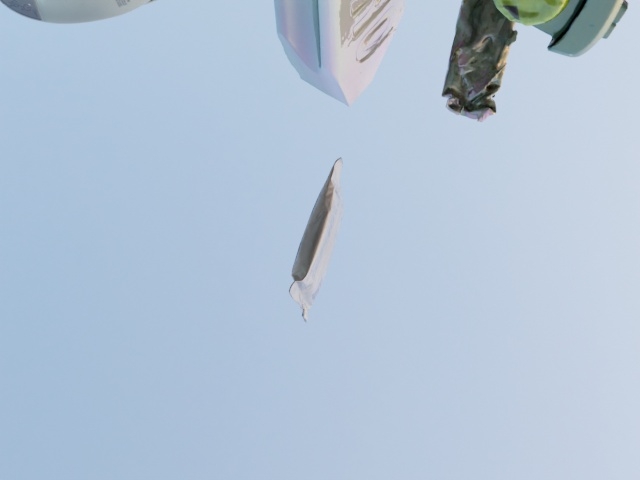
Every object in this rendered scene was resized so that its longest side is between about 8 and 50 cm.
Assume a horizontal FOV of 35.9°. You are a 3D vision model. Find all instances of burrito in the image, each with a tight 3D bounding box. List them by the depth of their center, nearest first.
[{"bbox_3d":[0.254,-0.335,1.491,0.096,0.309,0.066,11,-170,10],"label":"burrito"}]

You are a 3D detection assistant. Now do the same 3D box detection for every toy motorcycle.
[{"bbox_3d":[0.350,-0.385,1.148,0.200,0.326,0.191,31,-140,-1],"label":"toy motorcycle"}]

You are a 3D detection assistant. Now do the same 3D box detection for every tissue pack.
[{"bbox_3d":[0.000,0.000,1.290,0.026,0.122,0.193,13,-110,13],"label":"tissue pack"}]

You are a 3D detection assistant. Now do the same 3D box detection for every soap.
[{"bbox_3d":[0.031,-0.364,1.406,0.115,0.347,0.208,30,-118,20],"label":"soap"}]

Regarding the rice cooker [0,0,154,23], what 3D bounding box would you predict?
[{"bbox_3d":[-0.230,-0.294,0.966,0.206,0.145,0.127,-16,-141,-12],"label":"rice cooker"}]
